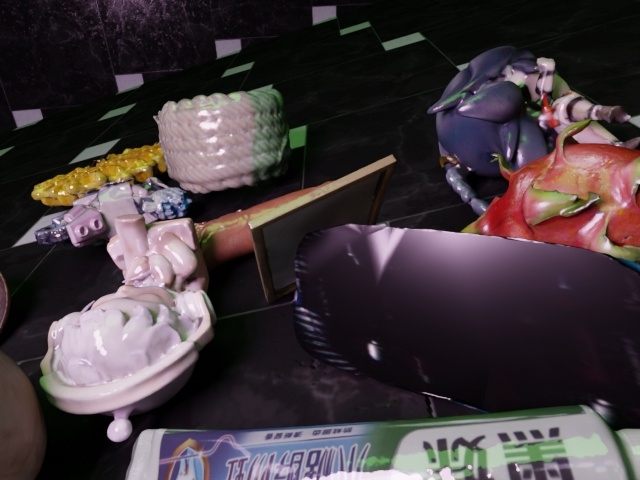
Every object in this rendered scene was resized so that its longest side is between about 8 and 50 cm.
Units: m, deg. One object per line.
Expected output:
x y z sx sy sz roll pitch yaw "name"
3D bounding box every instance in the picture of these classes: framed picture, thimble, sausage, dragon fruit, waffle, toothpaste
0.000 0.000 0.468 0.136 0.201 0.010 -27 70 -13 "framed picture"
-0.160 -0.169 0.788 0.219 0.150 0.219 -7 17 2 "thimble"
-0.090 -0.010 0.621 0.304 0.078 0.078 -22 31 -7 "sausage"
0.200 -0.018 0.418 0.236 0.135 0.137 -8 54 52 "dragon fruit"
-0.441 -0.143 0.998 0.309 0.065 0.283 -13 23 0 "waffle"
0.029 0.156 0.310 0.392 0.061 0.099 -12 45 15 "toothpaste"

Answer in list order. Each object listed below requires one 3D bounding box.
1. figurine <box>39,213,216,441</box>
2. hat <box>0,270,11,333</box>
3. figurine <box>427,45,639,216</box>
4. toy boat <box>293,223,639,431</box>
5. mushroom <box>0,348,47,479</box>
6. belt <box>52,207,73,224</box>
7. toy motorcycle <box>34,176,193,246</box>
-0.182 0.077 0.467 0.162 0.141 0.237 -9 32 6 "figurine"
-0.524 0.114 0.658 0.193 0.082 0.193 2 65 -4 "hat"
0.235 -0.136 0.559 0.197 0.175 0.265 -11 24 21 "figurine"
0.121 0.057 0.380 0.298 0.134 0.092 9 8 32 "toy boat"
-0.350 0.196 0.310 0.297 0.297 0.290 -18 68 0 "mushroom"
-0.474 -0.042 0.905 0.059 0.036 0.083 8 40 35 "belt"
-0.312 -0.052 0.767 0.204 0.108 0.239 -5 34 21 "toy motorcycle"
